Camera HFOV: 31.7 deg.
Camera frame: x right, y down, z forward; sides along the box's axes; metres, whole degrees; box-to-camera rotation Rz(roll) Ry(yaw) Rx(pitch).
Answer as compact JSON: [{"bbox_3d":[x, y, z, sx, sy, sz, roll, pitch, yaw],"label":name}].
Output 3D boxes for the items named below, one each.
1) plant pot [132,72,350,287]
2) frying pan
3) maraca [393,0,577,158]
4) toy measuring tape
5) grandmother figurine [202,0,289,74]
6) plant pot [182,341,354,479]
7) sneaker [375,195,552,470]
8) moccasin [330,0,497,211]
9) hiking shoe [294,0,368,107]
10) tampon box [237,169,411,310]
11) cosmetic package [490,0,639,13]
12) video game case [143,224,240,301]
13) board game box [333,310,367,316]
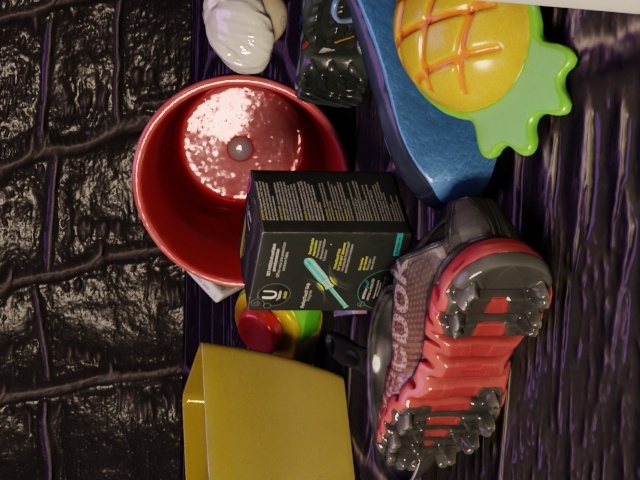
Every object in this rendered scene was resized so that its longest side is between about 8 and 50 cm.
[{"bbox_3d":[-0.104,-0.103,1.489,0.243,0.275,0.275,-104,18,-72],"label":"plant pot"},{"bbox_3d":[0.069,0.160,1.161,0.326,0.053,0.197,126,142,-70],"label":"frying pan"},{"bbox_3d":[0.122,-0.147,0.860,0.185,0.099,0.127,58,131,28],"label":"maraca"},{"bbox_3d":[-0.069,0.150,1.574,0.121,0.121,0.330,-106,21,-49],"label":"toy measuring tape"},{"bbox_3d":[-0.034,-0.337,1.224,0.208,0.104,0.342,60,-132,-64],"label":"grandmother figurine"},{"bbox_3d":[-0.068,0.262,1.430,0.212,0.187,0.212,117,150,-60],"label":"plant pot"},{"bbox_3d":[0.103,0.076,0.924,0.135,0.098,0.276,-104,22,-44],"label":"sneaker"},{"bbox_3d":[0.069,-0.188,0.993,0.117,0.138,0.342,108,159,-74],"label":"moccasin"},{"bbox_3d":[0.025,-0.269,1.225,0.304,0.113,0.132,123,149,-62],"label":"hiking shoe"},{"bbox_3d":[0.000,0.000,1.214,0.101,0.161,0.120,-103,20,-44],"label":"tampon box"},{"bbox_3d":[0.135,-0.220,0.620,0.151,0.184,0.151,171,99,-77],"label":"cosmetic package"},{"bbox_3d":[-0.154,0.011,1.528,0.019,0.143,0.157,-46,-6,21],"label":"video game case"},{"bbox_3d":[0.035,0.046,1.364,0.090,0.020,0.090,156,114,-76],"label":"board game box"}]
